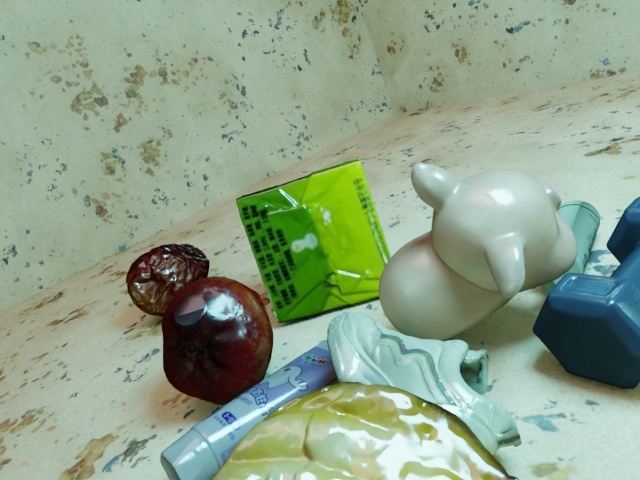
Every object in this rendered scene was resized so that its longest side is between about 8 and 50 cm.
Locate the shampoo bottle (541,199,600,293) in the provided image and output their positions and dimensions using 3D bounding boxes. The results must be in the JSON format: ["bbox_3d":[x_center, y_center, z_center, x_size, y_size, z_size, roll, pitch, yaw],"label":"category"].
[{"bbox_3d":[0.444,0.016,0.886,0.085,0.085,0.262,-5,25,39],"label":"shampoo bottle"}]

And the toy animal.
[{"bbox_3d":[0.230,0.027,0.772,0.326,0.269,0.237,-37,59,11],"label":"toy animal"}]

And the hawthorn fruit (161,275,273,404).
[{"bbox_3d":[-0.194,0.179,0.942,0.210,0.230,0.266,-13,4,-3],"label":"hawthorn fruit"}]

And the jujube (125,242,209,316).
[{"bbox_3d":[-0.441,0.102,1.460,0.216,0.216,0.342,-19,13,6],"label":"jujube"}]

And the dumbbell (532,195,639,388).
[{"bbox_3d":[0.443,0.060,0.689,0.316,0.157,0.143,-34,52,-30],"label":"dumbbell"}]

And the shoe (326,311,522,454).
[{"bbox_3d":[0.133,0.196,0.685,0.210,0.132,0.342,-19,24,-1],"label":"shoe"}]

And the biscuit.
[{"bbox_3d":[0.037,0.268,0.434,0.296,0.102,0.296,-2,38,2],"label":"biscuit"}]

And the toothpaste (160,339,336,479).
[{"bbox_3d":[-0.083,0.270,0.813,0.371,0.080,0.125,-27,15,-37],"label":"toothpaste"}]

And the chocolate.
[{"bbox_3d":[0.000,0.000,1.099,0.288,0.301,0.137,-17,8,11],"label":"chocolate"}]
